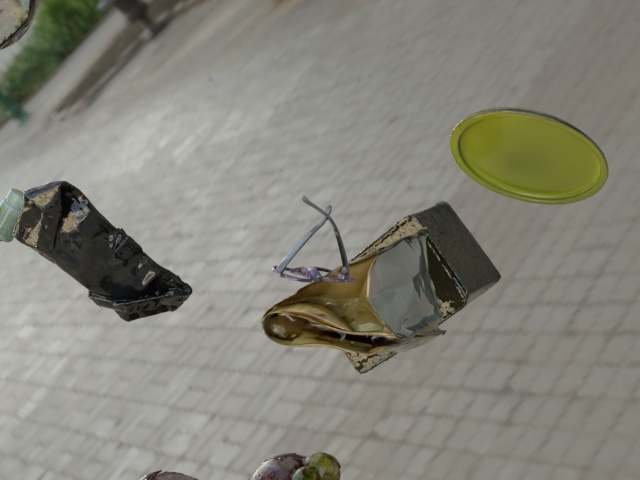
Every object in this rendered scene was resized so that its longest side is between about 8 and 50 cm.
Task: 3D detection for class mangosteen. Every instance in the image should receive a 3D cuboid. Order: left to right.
[{"bbox_3d":[-0.031,0.412,2.068,0.180,0.166,0.166,-31,22,42],"label":"mangosteen"}]

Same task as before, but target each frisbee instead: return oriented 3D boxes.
[{"bbox_3d":[0.305,-0.123,1.922,0.236,0.236,0.017,-21,43,52],"label":"frisbee"}]

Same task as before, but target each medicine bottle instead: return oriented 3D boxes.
[{"bbox_3d":[-0.517,-0.042,2.187,0.083,0.047,0.047,-60,15,9],"label":"medicine bottle"}]

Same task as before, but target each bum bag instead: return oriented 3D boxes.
[{"bbox_3d":[-0.339,0.025,2.004,0.137,0.310,0.074,-35,26,24],"label":"bum bag"}]

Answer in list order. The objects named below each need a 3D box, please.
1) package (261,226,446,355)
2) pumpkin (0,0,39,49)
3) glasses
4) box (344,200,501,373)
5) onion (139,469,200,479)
[{"bbox_3d":[0.079,0.110,1.980,0.221,0.165,0.311,-31,-5,17],"label":"package"},{"bbox_3d":[-0.397,-0.244,1.464,0.248,0.126,0.131,-58,30,-4],"label":"pumpkin"},{"bbox_3d":[0.000,0.000,1.694,0.062,0.140,0.103,22,101,39],"label":"glasses"},{"bbox_3d":[0.146,0.083,2.284,0.273,0.184,0.143,-40,-11,32],"label":"box"},{"bbox_3d":[-0.232,0.534,2.014,0.260,0.282,0.336,-56,16,11],"label":"onion"}]
